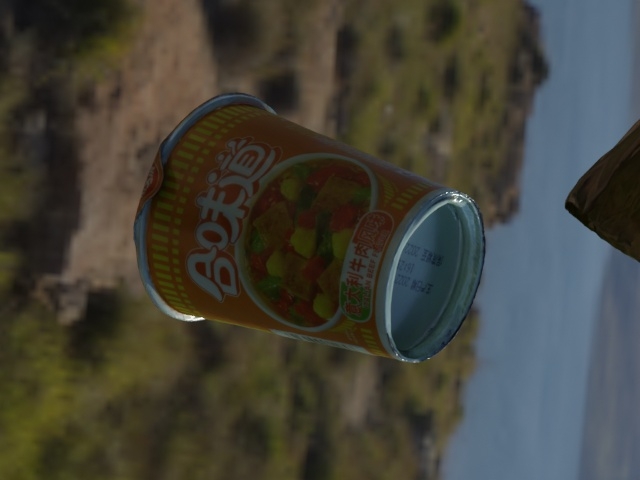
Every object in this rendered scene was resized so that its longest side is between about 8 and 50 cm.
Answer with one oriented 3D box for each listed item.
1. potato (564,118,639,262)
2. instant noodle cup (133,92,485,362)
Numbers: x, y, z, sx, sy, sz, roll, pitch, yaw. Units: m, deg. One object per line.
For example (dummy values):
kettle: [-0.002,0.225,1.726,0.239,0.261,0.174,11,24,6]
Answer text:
potato: [0.297,-0.064,1.048,0.280,0.213,0.330,-53,-178,7]
instant noodle cup: [0.000,0.000,1.308,0.168,0.185,0.168,-29,127,-47]
